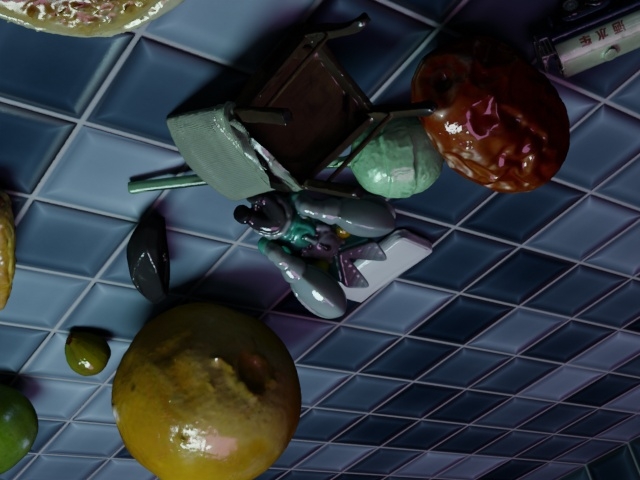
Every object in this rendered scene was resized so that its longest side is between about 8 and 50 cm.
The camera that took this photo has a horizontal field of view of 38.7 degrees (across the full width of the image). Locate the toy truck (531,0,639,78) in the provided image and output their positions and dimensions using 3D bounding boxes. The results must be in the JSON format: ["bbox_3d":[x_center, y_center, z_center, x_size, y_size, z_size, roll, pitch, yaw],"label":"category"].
[{"bbox_3d":[0.367,-0.272,1.142,0.202,0.088,0.074,-21,145,11],"label":"toy truck"}]

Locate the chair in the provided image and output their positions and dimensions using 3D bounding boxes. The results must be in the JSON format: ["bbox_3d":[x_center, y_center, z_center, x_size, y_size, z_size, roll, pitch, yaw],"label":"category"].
[{"bbox_3d":[-0.035,-0.148,1.110,0.160,0.186,0.319,47,162,-24],"label":"chair"}]

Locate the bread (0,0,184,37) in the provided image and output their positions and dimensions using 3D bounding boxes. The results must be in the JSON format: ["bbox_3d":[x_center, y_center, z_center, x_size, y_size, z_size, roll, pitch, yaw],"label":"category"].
[{"bbox_3d":[-0.216,-0.322,0.799,0.305,0.159,0.305,-6,146,-4],"label":"bread"}]

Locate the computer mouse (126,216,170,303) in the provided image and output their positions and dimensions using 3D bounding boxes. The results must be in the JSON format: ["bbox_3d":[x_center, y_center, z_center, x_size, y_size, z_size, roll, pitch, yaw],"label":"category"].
[{"bbox_3d":[-0.258,0.031,1.367,0.057,0.099,0.172,-1,143,-2],"label":"computer mouse"}]

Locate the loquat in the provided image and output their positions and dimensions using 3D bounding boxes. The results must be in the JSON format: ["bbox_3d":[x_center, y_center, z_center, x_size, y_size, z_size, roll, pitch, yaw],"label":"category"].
[{"bbox_3d":[-0.191,0.262,1.530,0.328,0.328,0.328,-9,147,-6],"label":"loquat"}]

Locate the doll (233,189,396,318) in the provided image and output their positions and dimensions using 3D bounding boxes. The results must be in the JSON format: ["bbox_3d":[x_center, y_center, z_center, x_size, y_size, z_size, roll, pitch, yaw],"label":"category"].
[{"bbox_3d":[-0.006,0.018,1.380,0.258,0.153,0.195,-2,118,-25],"label":"doll"}]

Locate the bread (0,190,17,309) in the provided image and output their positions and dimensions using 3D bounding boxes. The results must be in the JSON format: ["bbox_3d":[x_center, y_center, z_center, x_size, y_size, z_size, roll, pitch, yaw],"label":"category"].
[{"bbox_3d":[-0.526,0.012,1.246,0.210,0.099,0.235,-4,142,-20],"label":"bread"}]

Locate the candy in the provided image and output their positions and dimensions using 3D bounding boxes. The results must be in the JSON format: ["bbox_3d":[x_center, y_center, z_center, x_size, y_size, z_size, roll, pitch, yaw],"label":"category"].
[{"bbox_3d":[-0.050,-0.099,1.259,0.440,0.119,0.119,-6,147,2],"label":"candy"}]

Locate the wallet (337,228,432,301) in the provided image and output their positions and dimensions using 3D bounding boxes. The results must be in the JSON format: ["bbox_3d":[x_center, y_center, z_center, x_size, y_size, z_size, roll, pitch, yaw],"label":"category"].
[{"bbox_3d":[0.100,0.046,1.571,0.190,0.033,0.095,-35,139,29],"label":"wallet"}]

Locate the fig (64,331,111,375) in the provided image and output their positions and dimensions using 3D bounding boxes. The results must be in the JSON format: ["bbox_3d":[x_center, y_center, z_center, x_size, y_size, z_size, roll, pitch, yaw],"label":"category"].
[{"bbox_3d":[-0.408,0.192,1.578,0.074,0.074,0.088,-26,127,19],"label":"fig"}]

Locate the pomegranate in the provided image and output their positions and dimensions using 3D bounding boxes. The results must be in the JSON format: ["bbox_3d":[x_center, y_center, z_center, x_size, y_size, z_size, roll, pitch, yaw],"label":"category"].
[{"bbox_3d":[-0.596,0.322,1.620,0.179,0.179,0.210,-7,134,-9],"label":"pomegranate"}]

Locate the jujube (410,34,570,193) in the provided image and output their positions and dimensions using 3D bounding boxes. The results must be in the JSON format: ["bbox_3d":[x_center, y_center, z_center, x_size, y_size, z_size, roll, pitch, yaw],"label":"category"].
[{"bbox_3d":[0.220,-0.160,1.180,0.174,0.174,0.250,-35,144,29],"label":"jujube"}]
